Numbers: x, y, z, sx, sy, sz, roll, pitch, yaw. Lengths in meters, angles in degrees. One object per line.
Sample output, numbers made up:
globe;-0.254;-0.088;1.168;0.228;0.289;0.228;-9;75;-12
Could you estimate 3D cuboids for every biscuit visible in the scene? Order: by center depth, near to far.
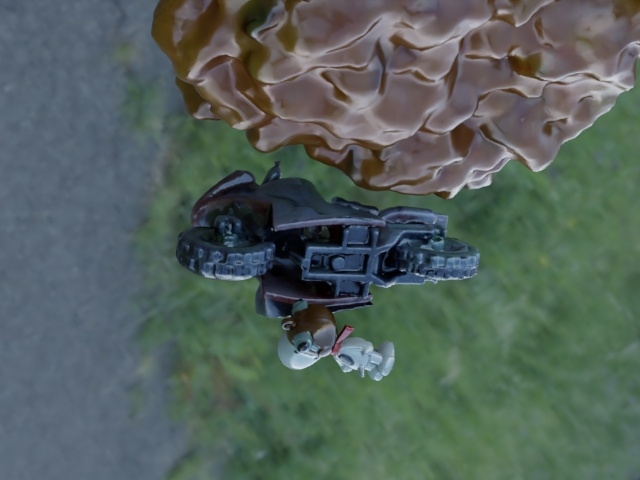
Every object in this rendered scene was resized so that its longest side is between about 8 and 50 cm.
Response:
biscuit;0.077;-0.151;0.932;0.318;0.110;0.312;10;140;-36

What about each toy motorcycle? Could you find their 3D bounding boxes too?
toy motorcycle;0.000;0.001;1.077;0.213;0.122;0.082;2;115;-17

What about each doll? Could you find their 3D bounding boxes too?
doll;0.011;0.070;1.031;0.085;0.040;0.058;9;144;-12
